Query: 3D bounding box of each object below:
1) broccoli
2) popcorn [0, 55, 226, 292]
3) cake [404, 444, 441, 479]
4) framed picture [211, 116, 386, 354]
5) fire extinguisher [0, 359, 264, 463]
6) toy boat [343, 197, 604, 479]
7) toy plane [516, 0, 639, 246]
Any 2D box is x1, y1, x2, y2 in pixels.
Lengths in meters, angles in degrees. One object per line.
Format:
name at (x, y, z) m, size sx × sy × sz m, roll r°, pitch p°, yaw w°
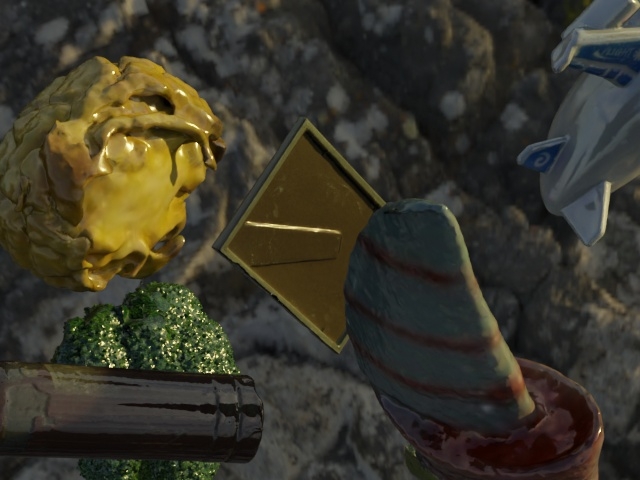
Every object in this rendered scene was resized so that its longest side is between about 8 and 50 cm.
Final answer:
broccoli at (-0.226, 0.168, 1.408) m, size 0.269 × 0.269 × 0.254 m, roll 7°, pitch 54°, yaw 13°
popcorn at (-0.219, -0.060, 1.260) m, size 0.190 × 0.250 × 0.250 m, roll 42°, pitch 71°, yaw 17°
cake at (0.162, 0.291, 1.581) m, size 0.051 × 0.055 × 0.140 m, roll -27°, pitch 28°, yaw -24°
framed picture at (0.000, 0.000, 1.975) m, size 0.022 × 0.335 × 0.247 m, roll 20°, pitch 73°, yaw 47°
fire extinguisher at (-0.179, 0.120, 0.944) m, size 0.268 × 0.072 × 0.089 m, roll 6°, pitch 68°, yaw -23°
toy boat at (0.077, 0.063, 0.811) m, size 0.206 × 0.282 × 0.096 m, roll 23°, pitch 64°, yaw 39°
toy plane at (0.290, -0.123, 1.098) m, size 0.267 × 0.266 × 0.122 m, roll -24°, pitch 45°, yaw -7°
